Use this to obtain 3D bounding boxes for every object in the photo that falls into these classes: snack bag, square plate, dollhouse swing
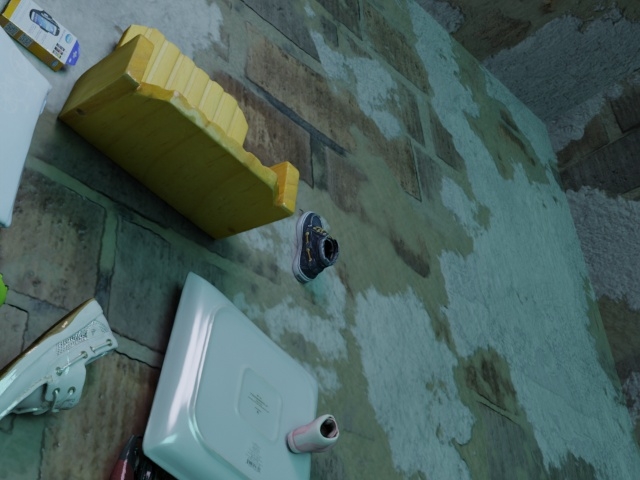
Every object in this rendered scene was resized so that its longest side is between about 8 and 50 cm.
[{"bbox_3d":[-0.482,-0.221,1.164,0.342,0.037,0.323,59,21,-45],"label":"snack bag"},{"bbox_3d":[-0.109,0.262,1.355,0.347,0.049,0.344,46,31,-31],"label":"square plate"},{"bbox_3d":[-0.196,-0.230,1.478,0.347,0.315,0.305,40,56,-27],"label":"dollhouse swing"}]

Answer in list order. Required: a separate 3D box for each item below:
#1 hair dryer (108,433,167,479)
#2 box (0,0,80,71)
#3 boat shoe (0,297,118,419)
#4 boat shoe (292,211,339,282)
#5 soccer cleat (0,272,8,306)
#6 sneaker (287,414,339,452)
[{"bbox_3d":[-0.270,0.357,1.077,0.293,0.080,0.223,21,38,-59],"label":"hair dryer"},{"bbox_3d":[-0.456,-0.337,1.430,0.136,0.028,0.081,42,35,-30],"label":"box"},{"bbox_3d":[-0.337,0.171,1.096,0.096,0.098,0.277,53,30,-8],"label":"boat shoe"},{"bbox_3d":[0.000,0.000,1.732,0.065,0.083,0.183,39,36,-29],"label":"boat shoe"},{"bbox_3d":[-0.432,0.027,1.059,0.072,0.060,0.178,-64,153,-46],"label":"soccer cleat"},{"bbox_3d":[0.010,0.307,1.397,0.134,0.070,0.051,8,58,-60],"label":"sneaker"}]
